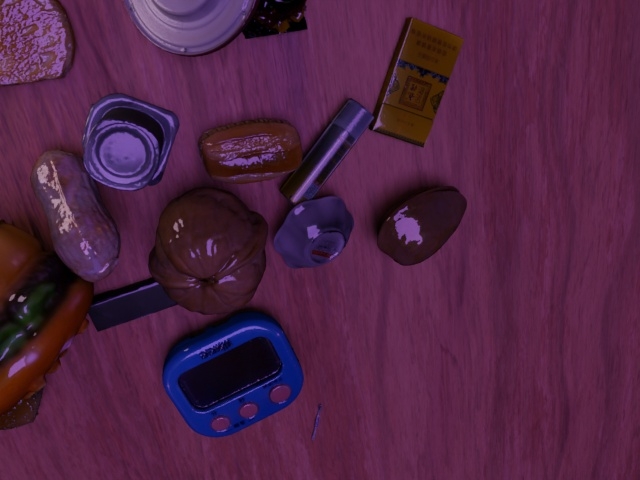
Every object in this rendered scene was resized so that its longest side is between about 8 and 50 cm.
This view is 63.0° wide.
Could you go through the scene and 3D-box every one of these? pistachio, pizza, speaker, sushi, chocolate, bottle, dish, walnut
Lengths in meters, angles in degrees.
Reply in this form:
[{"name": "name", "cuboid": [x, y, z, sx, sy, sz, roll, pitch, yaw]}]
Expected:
[{"name": "pistachio", "cuboid": [0.263, -0.050, 1.367, 0.260, 0.163, 0.213, -43, 148, 1]}, {"name": "pizza", "cuboid": [-0.620, -0.386, 1.060, 0.262, 0.034, 0.181, -35, 115, -1]}, {"name": "speaker", "cuboid": [-0.461, 0.149, 1.304, 0.218, 0.044, 0.082, -19, 114, -8]}, {"name": "sushi", "cuboid": [-0.100, -0.521, 1.088, 0.153, 0.150, 0.172, -13, 113, -10]}, {"name": "chocolate", "cuboid": [-0.514, -0.060, 1.098, 0.134, 0.134, 0.309, -26, 76, -5]}, {"name": "bottle", "cuboid": [0.015, -0.211, 1.277, 0.082, 0.082, 0.286, 35, 98, -24]}, {"name": "dish", "cuboid": [0.000, 0.000, 1.314, 0.230, 0.081, 0.229, -19, 135, -20]}, {"name": "walnut", "cuboid": [-0.250, 0.022, 1.191, 0.285, 0.285, 0.296, -23, 122, -6]}]

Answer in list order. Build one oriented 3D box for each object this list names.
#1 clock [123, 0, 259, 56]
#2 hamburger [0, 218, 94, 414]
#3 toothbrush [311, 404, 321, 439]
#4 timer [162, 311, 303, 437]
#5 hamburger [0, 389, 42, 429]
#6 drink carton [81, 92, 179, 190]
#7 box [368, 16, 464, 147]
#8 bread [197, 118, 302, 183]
[{"name": "clock", "cuboid": [-0.255, -0.521, 1.005, 0.319, 0.080, 0.318, 4, 103, 19]}, {"name": "hamburger", "cuboid": [-0.650, 0.168, 1.080, 0.277, 0.396, 0.395, 41, 95, -20]}, {"name": "toothbrush", "cuboid": [-0.012, 0.560, 1.604, 0.011, 0.013, 0.131, 7, 111, -12]}, {"name": "timer", "cuboid": [-0.230, 0.358, 1.409, 0.340, 0.115, 0.309, -25, 116, -5]}, {"name": "hamburger", "cuboid": [-0.785, 0.367, 1.256, 0.215, 0.122, 0.189, 14, 110, -17]}, {"name": "drink carton", "cuboid": [-0.417, -0.195, 1.111, 0.191, 0.189, 0.185, 19, 109, -21]}, {"name": "box", "cuboid": [0.235, -0.387, 1.296, 0.153, 0.041, 0.278, 13, 106, -21]}, {"name": "bread", "cuboid": [-0.161, -0.207, 1.218, 0.237, 0.106, 0.139, -11, 115, -10]}]
